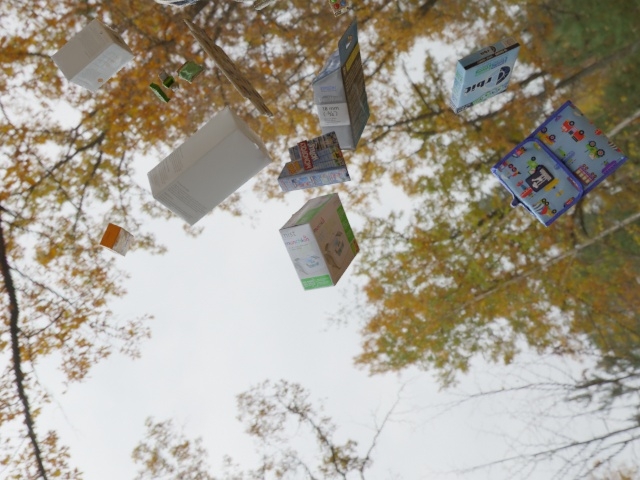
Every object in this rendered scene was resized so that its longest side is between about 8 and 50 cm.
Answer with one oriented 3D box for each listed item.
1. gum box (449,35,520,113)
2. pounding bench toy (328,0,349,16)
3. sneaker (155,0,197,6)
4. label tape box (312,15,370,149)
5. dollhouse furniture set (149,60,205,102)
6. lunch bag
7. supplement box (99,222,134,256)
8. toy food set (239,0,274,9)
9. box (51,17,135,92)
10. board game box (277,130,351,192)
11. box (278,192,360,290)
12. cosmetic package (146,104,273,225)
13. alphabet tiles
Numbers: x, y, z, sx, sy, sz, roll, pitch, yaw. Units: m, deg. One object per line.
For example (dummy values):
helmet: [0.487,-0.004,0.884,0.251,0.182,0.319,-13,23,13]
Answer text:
gum box: [0.421,-0.425,1.533,0.041,0.157,0.184,62,175,23]
pounding bench toy: [0.052,-0.779,1.909,0.065,0.052,0.083,-56,-59,-82]
sneaker: [-0.494,-0.982,2.274,0.321,0.127,0.126,-12,-97,-18]
label tape box: [0.061,-0.481,1.817,0.240,0.106,0.333,-67,-29,-49]
dollhouse furniture set: [-0.406,-0.462,1.663,0.076,0.151,0.058,34,168,37]
lunch bag: [0.632,-0.192,1.619,0.221,0.293,0.138,50,-176,13]
supplement box: [-0.510,-0.001,1.487,0.036,0.098,0.062,20,-101,5]
toy food set: [-0.197,-0.654,1.523,0.192,0.132,0.038,-2,-92,-46]
box: [-0.637,-0.517,1.666,0.091,0.170,0.130,54,-173,5]
board game box: [-0.031,-0.219,1.669,0.060,0.194,0.194,66,-173,-49]
box: [0.000,0.000,1.959,0.262,0.127,0.231,-49,-58,-56]
cosmetic package: [-0.366,-0.241,1.956,0.197,0.365,0.155,44,-168,-44]
alphabet tiles: [-0.261,-0.498,1.735,0.342,0.011,0.285,50,-170,-4]
